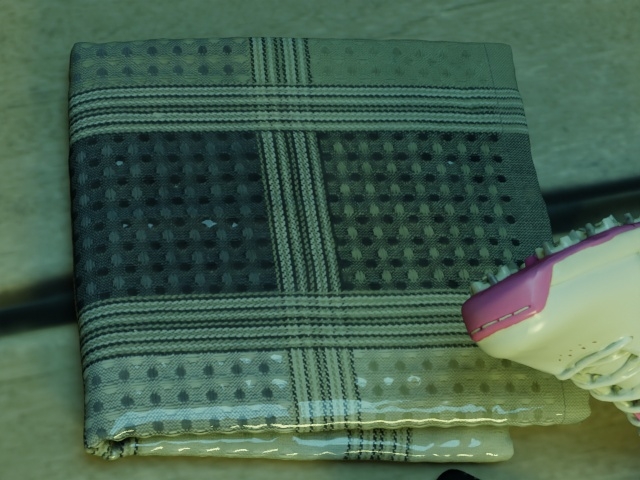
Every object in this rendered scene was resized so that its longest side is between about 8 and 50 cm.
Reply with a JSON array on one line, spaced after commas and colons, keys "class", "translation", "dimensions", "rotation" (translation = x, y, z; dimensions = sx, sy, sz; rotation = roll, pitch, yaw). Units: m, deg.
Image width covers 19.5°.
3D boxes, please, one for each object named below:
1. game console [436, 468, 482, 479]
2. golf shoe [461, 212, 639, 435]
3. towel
[{"class": "game console", "translation": [0.124, 0.198, 1.096], "dimensions": [0.144, 0.085, 0.124], "rotation": [26, 57, 3]}, {"class": "golf shoe", "translation": [0.197, 0.058, 1.126], "dimensions": [0.306, 0.115, 0.140], "rotation": [-4, 70, -53]}, {"class": "towel", "translation": [0.000, 0.000, 1.218], "dimensions": [0.324, 0.056, 0.312], "rotation": [-1, 57, -11]}]
